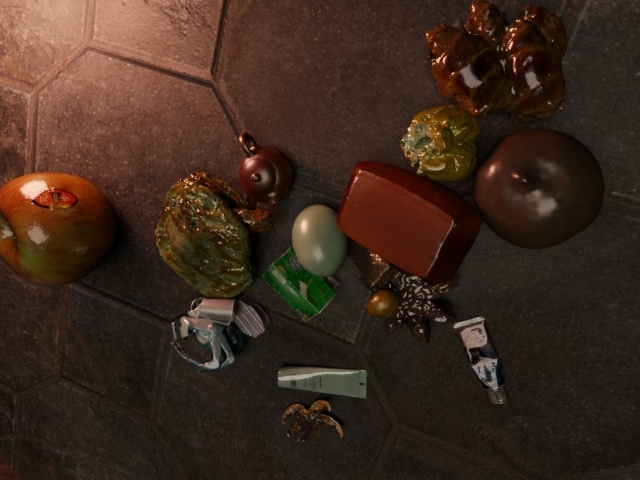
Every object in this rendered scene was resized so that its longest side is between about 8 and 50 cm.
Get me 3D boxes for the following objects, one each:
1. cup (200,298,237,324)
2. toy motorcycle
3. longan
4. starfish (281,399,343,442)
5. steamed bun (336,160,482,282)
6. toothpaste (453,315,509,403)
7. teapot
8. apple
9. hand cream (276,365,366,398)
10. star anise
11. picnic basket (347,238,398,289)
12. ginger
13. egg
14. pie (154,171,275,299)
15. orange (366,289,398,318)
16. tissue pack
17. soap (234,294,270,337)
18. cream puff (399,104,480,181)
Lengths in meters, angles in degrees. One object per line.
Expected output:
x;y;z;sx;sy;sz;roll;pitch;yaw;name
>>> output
-0.341;0.245;1.426;0.116;0.074;0.104;3;126;-1;cup
-0.402;0.345;1.488;0.260;0.206;0.154;44;151;2;toy motorcycle
0.526;-0.129;1.032;0.298;0.297;0.297;4;105;16;longan
-0.024;0.651;1.514;0.216;0.071;0.238;28;120;3;starfish
0.242;-0.061;1.141;0.379;0.248;0.234;33;113;32;steamed bun
0.502;0.367;1.290;0.096;0.061;0.265;-22;91;22;toothpaste
-0.185;-0.219;1.296;0.178;0.135;0.252;-25;97;17;teapot
-0.915;-0.046;1.470;0.401;0.334;0.399;9;106;34;apple
0.001;0.492;1.471;0.321;0.067;0.109;2;103;11;hand cream
0.262;0.168;1.275;0.316;0.108;0.315;4;104;16;star anise
0.145;0.050;1.255;0.110;0.055;0.193;-52;47;22;picnic basket
0.435;-0.445;1.039;0.358;0.152;0.274;10;107;12;ginger
0.000;0.000;1.263;0.168;0.168;0.230;-21;62;21;egg
-0.378;0.002;1.384;0.395;0.180;0.418;33;123;6;pie
0.181;0.181;1.205;0.095;0.085;0.085;-35;92;29;orange
-0.055;0.126;1.352;0.209;0.156;0.148;45;148;0;tissue pack
-0.250;0.268;1.482;0.100;0.056;0.149;-39;90;22;soap
0.327;-0.259;1.093;0.195;0.221;0.194;-10;133;-11;cream puff
